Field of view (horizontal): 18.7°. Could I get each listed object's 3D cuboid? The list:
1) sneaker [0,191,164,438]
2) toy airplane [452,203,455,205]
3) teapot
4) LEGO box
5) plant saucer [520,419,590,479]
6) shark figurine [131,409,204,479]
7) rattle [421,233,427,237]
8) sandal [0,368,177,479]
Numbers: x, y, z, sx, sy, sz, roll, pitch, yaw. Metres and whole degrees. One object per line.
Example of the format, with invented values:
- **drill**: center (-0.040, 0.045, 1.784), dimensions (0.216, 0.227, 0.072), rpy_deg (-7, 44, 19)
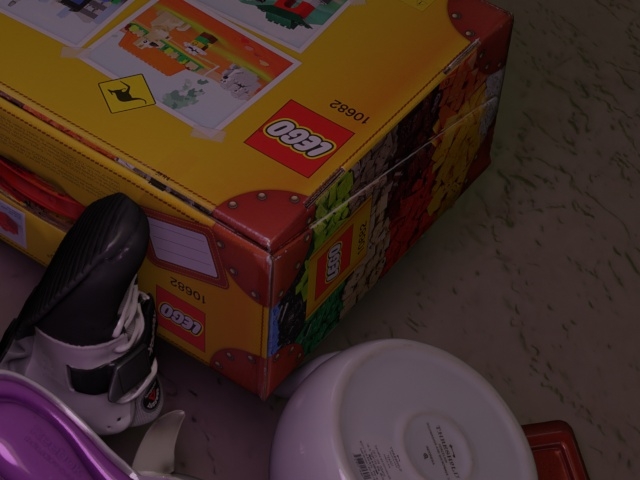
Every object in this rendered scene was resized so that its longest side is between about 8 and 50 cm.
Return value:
- **sneaker**: center (-0.179, 0.081, 1.610), dimensions (0.146, 0.330, 0.122), rpy_deg (29, 52, -8)
- **toy airplane**: center (0.091, -0.105, 1.992), dimensions (0.151, 0.028, 0.151), rpy_deg (9, 57, -14)
- **teapot**: center (0.052, 0.223, 1.657), dimensions (0.252, 0.187, 0.256), rpy_deg (34, 44, -12)
- **LEGO box**: center (-0.137, -0.144, 1.748), dimensions (0.500, 0.193, 0.372), rpy_deg (30, 52, 21)
- **plant saucer**: center (0.162, 0.288, 1.778), dimensions (0.259, 0.048, 0.258), rpy_deg (-6, 63, -21)
- **shark figurine**: center (-0.089, 0.255, 1.682), dimensions (0.278, 0.116, 0.166), rpy_deg (29, 89, 8)
- **rattle**: center (0.000, 0.000, 1.903), dimensions (0.130, 0.143, 0.200), rpy_deg (43, 20, 16)
- **sandal**: center (-0.124, 0.242, 1.507), dimensions (0.416, 0.102, 0.169), rpy_deg (36, 43, -9)
